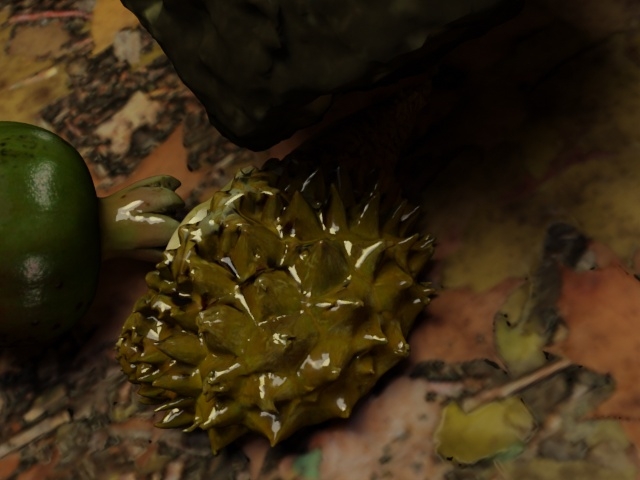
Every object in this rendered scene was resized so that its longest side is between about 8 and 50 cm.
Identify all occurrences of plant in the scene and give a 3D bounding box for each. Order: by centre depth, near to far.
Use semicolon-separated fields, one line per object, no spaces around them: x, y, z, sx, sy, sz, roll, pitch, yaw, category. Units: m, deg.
-0.018;-0.217;0.700;0.215;0.312;0.213;-26;2;-39;plant

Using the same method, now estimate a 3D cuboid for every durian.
-0.009;-0.008;0.733;0.140;0.078;0.224;16;63;31;durian

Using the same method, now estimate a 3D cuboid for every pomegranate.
-0.136;-0.003;0.773;0.142;0.114;0.114;-4;50;-16;pomegranate
